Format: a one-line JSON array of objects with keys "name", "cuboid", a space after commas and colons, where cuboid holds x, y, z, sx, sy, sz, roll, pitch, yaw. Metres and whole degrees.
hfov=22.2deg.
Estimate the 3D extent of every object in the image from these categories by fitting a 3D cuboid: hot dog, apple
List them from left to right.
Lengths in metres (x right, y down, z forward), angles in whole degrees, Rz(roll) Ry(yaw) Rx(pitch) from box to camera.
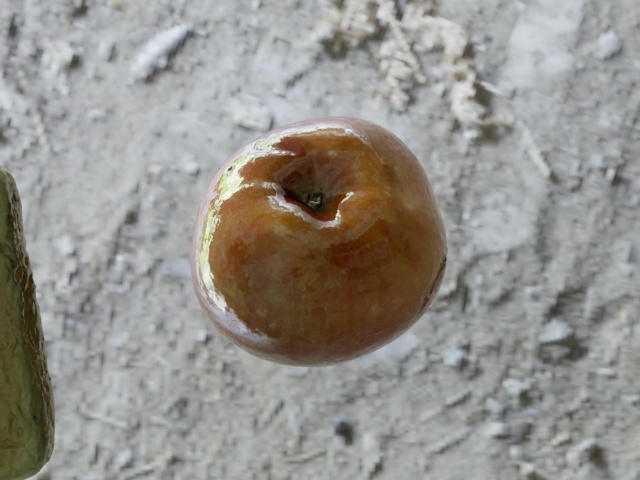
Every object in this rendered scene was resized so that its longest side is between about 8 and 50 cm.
[{"name": "hot dog", "cuboid": [-0.243, 0.055, 1.180, 0.084, 0.073, 0.242, -7, 102, 5]}, {"name": "apple", "cuboid": [0.000, 0.000, 1.304, 0.209, 0.209, 0.164, 50, 157, 32]}]
